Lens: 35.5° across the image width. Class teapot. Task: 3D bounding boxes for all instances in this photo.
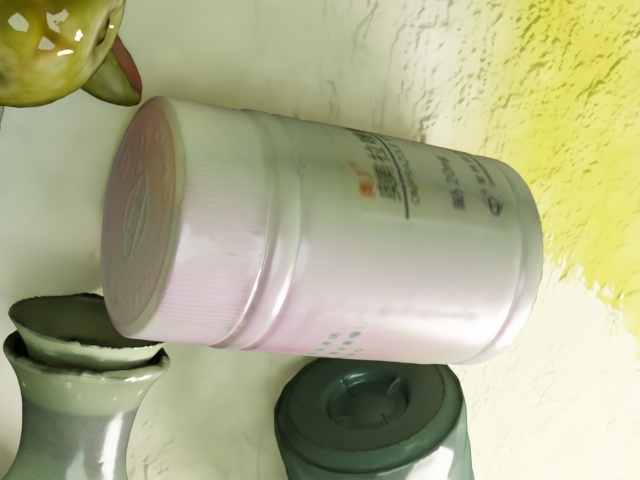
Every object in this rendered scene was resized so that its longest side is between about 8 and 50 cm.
[{"bbox_3d":[-0.166,0.169,0.657,0.183,0.183,0.251,6,102,-28],"label":"teapot"}]

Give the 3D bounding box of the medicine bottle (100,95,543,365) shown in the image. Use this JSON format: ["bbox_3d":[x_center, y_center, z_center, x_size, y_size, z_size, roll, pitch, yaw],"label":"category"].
[{"bbox_3d":[0.000,0.000,0.650,0.254,0.152,0.152,8,111,-29],"label":"medicine bottle"}]

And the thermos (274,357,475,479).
[{"bbox_3d":[0.042,0.232,0.804,0.182,0.145,0.287,-4,122,10],"label":"thermos"}]

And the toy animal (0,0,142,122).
[{"bbox_3d":[-0.149,-0.149,0.486,0.181,0.180,0.363,-17,123,-23],"label":"toy animal"}]
